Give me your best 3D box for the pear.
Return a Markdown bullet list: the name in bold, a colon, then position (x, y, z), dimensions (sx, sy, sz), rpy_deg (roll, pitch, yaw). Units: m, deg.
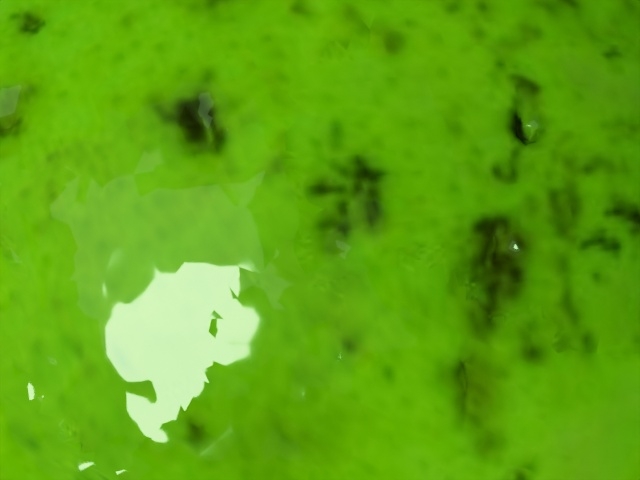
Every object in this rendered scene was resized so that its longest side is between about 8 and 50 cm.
- **pear**: position (0.000, 0.000, 0.636), dimensions (0.391, 0.391, 0.391), rpy_deg (-7, 79, 41)
